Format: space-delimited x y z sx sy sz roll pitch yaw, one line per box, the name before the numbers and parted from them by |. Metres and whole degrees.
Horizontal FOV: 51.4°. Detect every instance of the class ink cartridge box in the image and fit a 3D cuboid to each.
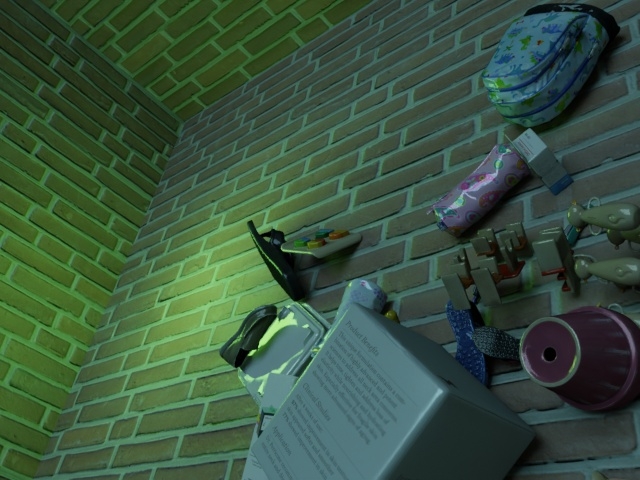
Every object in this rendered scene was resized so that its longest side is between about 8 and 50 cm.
ink cartridge box | 0.546 -0.207 1.663 0.060 0.180 0.104 -40 35 17
ink cartridge box | -0.053 0.480 1.629 0.117 0.201 0.278 -1 71 52

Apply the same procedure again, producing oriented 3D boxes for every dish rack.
dish rack | -0.119 0.346 2.025 0.333 0.072 0.285 -53 33 -2

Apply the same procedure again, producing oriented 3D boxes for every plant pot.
plant pot | 0.484 0.218 1.260 0.201 0.180 0.201 -21 63 48

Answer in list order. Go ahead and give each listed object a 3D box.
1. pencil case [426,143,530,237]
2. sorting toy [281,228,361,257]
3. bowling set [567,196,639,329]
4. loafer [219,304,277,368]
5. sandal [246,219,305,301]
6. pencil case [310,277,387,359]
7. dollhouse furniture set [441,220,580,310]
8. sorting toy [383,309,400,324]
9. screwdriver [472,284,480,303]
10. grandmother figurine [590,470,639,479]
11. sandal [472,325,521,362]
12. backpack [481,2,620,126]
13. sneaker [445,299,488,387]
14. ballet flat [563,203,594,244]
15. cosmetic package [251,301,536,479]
pencil case | 0.424 -0.133 1.792 0.284 0.124 0.124 -43 33 10
sorting toy | 0.000 0.000 2.156 0.193 0.038 0.208 -22 20 -33
bowling set | 0.631 0.044 1.363 0.154 0.199 0.287 5 104 58
loafer | -0.208 0.299 2.050 0.251 0.094 0.087 -50 56 20
sandal | -0.136 0.057 2.287 0.107 0.168 0.446 -28 39 -12
pencil case | 0.081 0.234 1.814 0.124 0.113 0.273 9 52 34
dollhouse furniture set | 0.441 0.067 1.526 0.259 0.135 0.262 -14 16 37
sorting toy | 0.110 0.289 1.612 0.127 0.126 0.365 26 43 19
screwdriver | 0.374 0.169 1.651 0.025 0.024 0.170 140 155 -77
grandmother figurine | 0.601 0.435 1.037 0.342 0.104 0.208 -6 51 44
sandal | 0.420 0.241 1.463 0.179 0.040 0.067 16 70 22
backpack | 0.606 -0.485 1.840 0.290 0.273 0.356 21 87 49
sneaker | 0.356 0.245 1.548 0.081 0.090 0.232 -22 64 36
ballet flat | 0.600 -0.039 1.565 0.114 0.041 0.041 -54 33 -7
cosmetic package | 0.139 0.408 1.353 0.394 0.327 0.329 -55 37 6
